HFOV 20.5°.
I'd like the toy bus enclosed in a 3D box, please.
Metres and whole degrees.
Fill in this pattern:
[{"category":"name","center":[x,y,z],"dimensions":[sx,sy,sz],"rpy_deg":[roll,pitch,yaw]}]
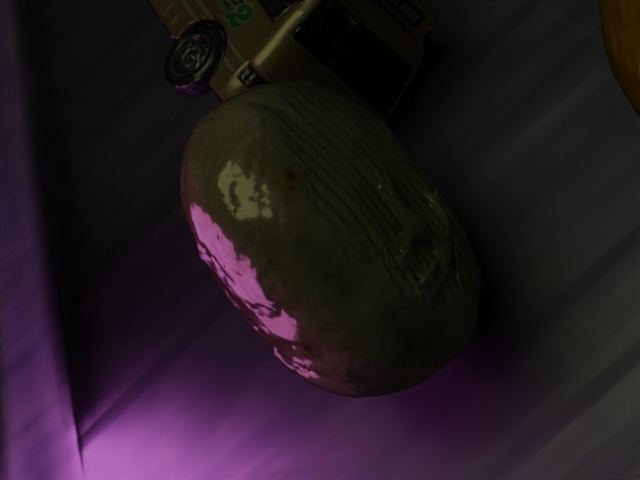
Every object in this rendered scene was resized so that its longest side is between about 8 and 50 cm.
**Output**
[{"category":"toy bus","center":[-0.058,-0.228,1.577],"dimensions":[0.202,0.177,0.365],"rpy_deg":[-44,46,10]}]

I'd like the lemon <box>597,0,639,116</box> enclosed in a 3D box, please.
[{"category":"lemon","center":[0.317,-0.160,1.138],"dimensions":[0.293,0.293,0.293],"rpy_deg":[-20,58,35]}]

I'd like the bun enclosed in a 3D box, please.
[{"category":"bun","center":[0.001,0.004,1.350],"dimensions":[0.168,0.273,0.273],"rpy_deg":[-38,49,22]}]
